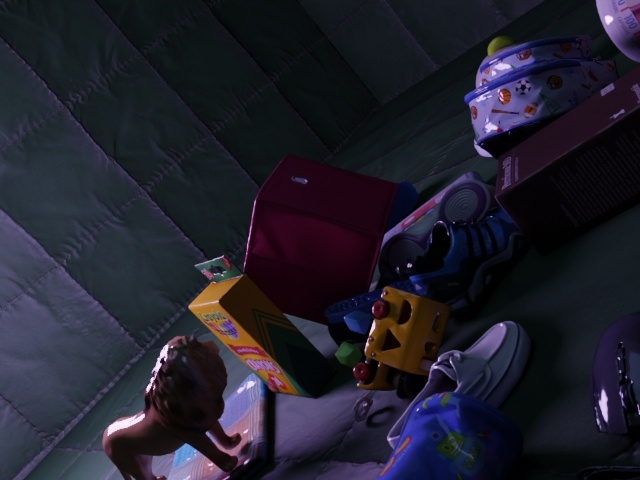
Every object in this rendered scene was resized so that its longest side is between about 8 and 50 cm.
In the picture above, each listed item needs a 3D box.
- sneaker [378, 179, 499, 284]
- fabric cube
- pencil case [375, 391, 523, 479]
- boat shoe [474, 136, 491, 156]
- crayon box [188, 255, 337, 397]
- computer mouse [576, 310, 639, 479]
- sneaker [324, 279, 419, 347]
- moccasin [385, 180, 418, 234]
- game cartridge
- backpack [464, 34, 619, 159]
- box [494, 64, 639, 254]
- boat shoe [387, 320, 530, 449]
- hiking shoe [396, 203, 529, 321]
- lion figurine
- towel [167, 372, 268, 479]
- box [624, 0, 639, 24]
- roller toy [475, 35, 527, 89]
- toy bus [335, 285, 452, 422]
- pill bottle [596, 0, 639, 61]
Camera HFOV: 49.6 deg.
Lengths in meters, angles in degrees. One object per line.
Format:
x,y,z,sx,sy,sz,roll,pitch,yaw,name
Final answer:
0.250,-0.005,1.415,0.305,0.114,0.152,-41,-18,30,sneaker
0.000,0.000,1.474,0.254,0.258,0.259,-64,-12,-59,fabric cube
0.092,0.292,0.713,0.306,0.133,0.119,-48,-11,-33,pencil case
0.467,-0.291,1.654,0.121,0.119,0.335,-45,13,-20,boat shoe
-0.137,0.175,1.377,0.081,0.318,0.202,-48,13,-24,crayon box
0.340,0.133,0.675,0.184,0.060,0.262,-30,16,45,computer mouse
0.127,0.140,1.296,0.232,0.090,0.081,-17,16,10,sneaker
0.118,-0.033,1.866,0.342,0.137,0.117,-30,4,-16,moccasin
0.256,-0.038,1.573,0.294,0.060,0.196,-38,16,14,game cartridge
0.419,-0.273,1.334,0.263,0.213,0.277,-21,-3,-37,backpack
0.477,-0.157,1.108,0.381,0.143,0.191,-36,13,28,box
0.184,0.187,0.904,0.258,0.084,0.095,-48,14,-29,boat shoe
0.262,0.002,1.196,0.304,0.132,0.113,-44,12,-35,hiking shoe
-0.300,0.352,1.285,0.392,0.240,0.142,-37,15,16,lion figurine
-0.213,0.423,1.407,0.271,0.040,0.370,-41,12,5,towel
0.652,-0.401,1.198,0.148,0.232,0.127,-47,14,-29,box
0.508,-0.406,1.775,0.146,0.209,0.191,-92,25,-75,roller toy
0.130,0.172,1.065,0.104,0.202,0.191,15,43,39,toy bus
0.756,-0.518,1.304,0.229,0.229,0.408,-48,13,-30,pill bottle
